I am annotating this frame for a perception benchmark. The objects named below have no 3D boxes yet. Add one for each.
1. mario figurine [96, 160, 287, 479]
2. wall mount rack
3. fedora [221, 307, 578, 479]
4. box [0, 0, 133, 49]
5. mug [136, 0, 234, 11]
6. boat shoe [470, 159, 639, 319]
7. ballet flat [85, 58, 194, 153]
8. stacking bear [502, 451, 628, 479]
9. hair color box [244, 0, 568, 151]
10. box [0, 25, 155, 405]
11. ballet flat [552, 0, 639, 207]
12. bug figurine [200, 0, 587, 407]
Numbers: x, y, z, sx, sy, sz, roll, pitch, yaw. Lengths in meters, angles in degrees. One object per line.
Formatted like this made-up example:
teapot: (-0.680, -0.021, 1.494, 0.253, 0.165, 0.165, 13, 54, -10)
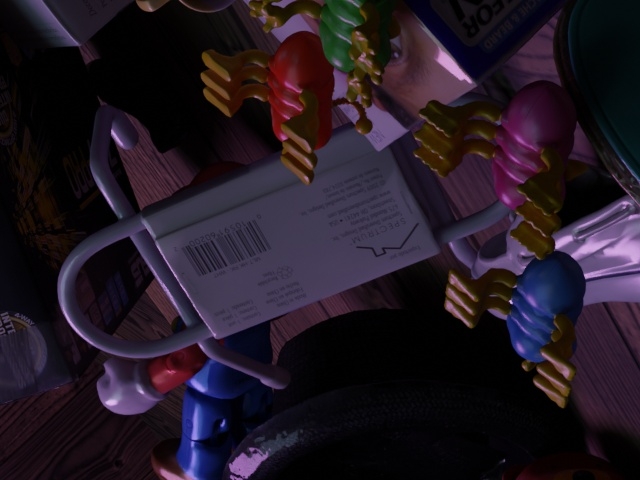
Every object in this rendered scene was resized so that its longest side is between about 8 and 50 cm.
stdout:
mario figurine: (-0.102, 0.066, 1.590, 0.170, 0.198, 0.321, 10, 121, 7)
wall mount rack: (0.000, 0.000, 1.237, 0.130, 0.350, 0.304, -92, -23, -55)
fedora: (0.065, 0.160, 1.535, 0.334, 0.334, 0.152, 73, -174, -57)
box: (-0.237, -0.263, 1.418, 0.182, 0.119, 0.181, 53, 163, -20)
mug: (-0.102, -0.207, 1.300, 0.064, 0.078, 0.062, -147, 55, -65)
boat shoe: (0.165, -0.011, 1.075, 0.084, 0.095, 0.258, 54, 152, -11)
ballet flat: (-0.193, -0.140, 1.726, 0.173, 0.049, 0.057, 32, 157, 42)
stacking bear: (0.213, 0.302, 1.381, 0.164, 0.175, 0.289, 85, -178, -52)
hair color box: (-0.019, -0.222, 0.985, 0.339, 0.110, 0.185, 46, 163, -4)
box: (-0.275, -0.058, 1.576, 0.395, 0.097, 0.318, -65, -43, -76)
ballet flat: (0.257, -0.005, 0.840, 0.342, 0.116, 0.124, 37, 180, 19)
bug figurine: (0.056, -0.048, 0.905, 0.279, 0.072, 0.216, 43, 156, 19)
